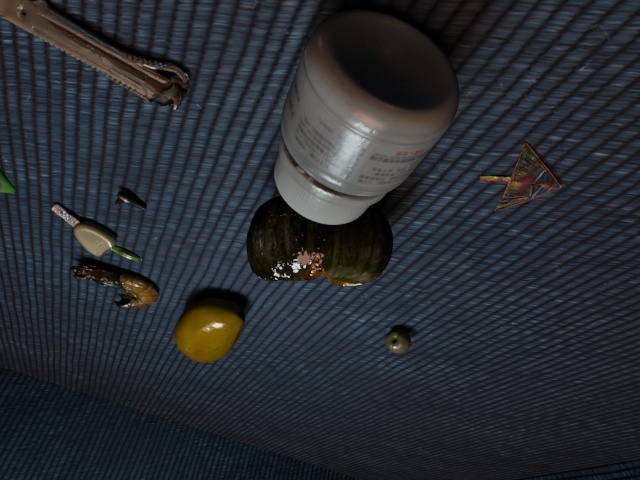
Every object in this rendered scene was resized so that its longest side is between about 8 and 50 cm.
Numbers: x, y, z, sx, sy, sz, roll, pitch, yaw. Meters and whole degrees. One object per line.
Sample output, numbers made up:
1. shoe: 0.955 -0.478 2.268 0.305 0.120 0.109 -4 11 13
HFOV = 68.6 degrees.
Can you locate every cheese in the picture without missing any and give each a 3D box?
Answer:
1. cheese: -0.686 -0.034 1.353 0.097 0.037 0.192 -32 118 21

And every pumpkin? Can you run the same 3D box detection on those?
1. pumpkin: 0.000 0.000 1.020 0.321 0.192 0.320 3 174 0

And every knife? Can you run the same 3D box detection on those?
1. knife: -0.416 -0.359 0.874 0.365 0.043 0.089 27 107 -14
2. knife: -0.632 0.022 1.428 0.184 0.022 0.026 28 169 -20

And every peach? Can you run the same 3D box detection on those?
1. peach: 0.249 0.322 1.500 0.083 0.083 0.083 8 142 6

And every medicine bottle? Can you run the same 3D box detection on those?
1. medicine bottle: 0.054 -0.186 0.785 0.245 0.245 0.306 21 147 -10

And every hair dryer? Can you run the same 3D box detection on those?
1. hair dryer: -0.512 -0.101 1.242 0.083 0.031 0.079 -5 150 43

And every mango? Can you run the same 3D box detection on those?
1. mango: -0.370 0.296 1.580 0.211 0.173 0.317 27 133 -18

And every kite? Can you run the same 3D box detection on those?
1. kite: 0.407 -0.121 0.954 0.159 0.010 0.190 10 140 6

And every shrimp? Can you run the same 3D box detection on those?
1. shrimp: -0.699 0.160 1.592 0.290 0.054 0.222 22 142 -17

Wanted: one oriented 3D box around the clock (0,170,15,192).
1. clock: -0.922 -0.117 1.147 0.106 0.255 0.219 7 141 8
